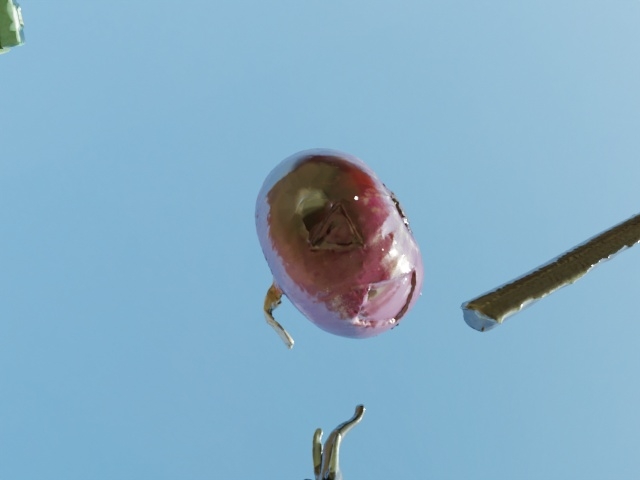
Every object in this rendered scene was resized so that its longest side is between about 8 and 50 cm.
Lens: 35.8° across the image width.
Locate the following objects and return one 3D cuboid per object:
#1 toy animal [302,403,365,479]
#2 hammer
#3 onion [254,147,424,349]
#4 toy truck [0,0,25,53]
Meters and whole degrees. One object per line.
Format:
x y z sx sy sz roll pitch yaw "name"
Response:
-0.010 0.298 0.959 0.082 0.137 0.270 -3 -94 52 "toy animal"
0.221 -0.007 0.706 0.297 0.027 0.125 -28 -149 -25 "hammer"
0.013 -0.005 1.056 0.200 0.201 0.208 0 -124 11 "onion"
-0.267 -0.129 0.456 0.259 0.135 0.128 -8 -73 4 "toy truck"
